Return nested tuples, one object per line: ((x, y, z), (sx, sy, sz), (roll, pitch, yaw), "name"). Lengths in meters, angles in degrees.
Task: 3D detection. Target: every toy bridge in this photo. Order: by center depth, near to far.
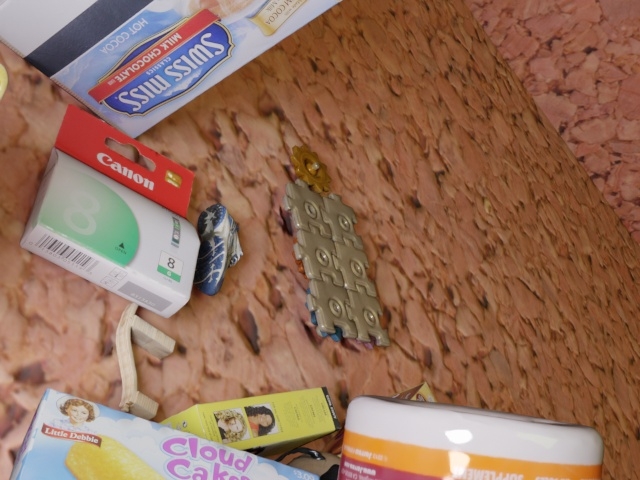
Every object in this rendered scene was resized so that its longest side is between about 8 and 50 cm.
((-0.188, 0.104, 0.978), (0.063, 0.026, 0.188), (40, 37, -29), "toy bridge")

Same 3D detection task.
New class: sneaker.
((-0.120, 0.017, 1.128), (0.058, 0.052, 0.135), (43, 36, -37), "sneaker")

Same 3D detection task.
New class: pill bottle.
((0.108, 0.339, 0.765), (0.224, 0.224, 0.392), (17, 78, -51), "pill bottle")

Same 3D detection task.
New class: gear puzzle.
((0.000, 0.000, 1.340), (0.175, 0.044, 0.339), (19, 48, -48), "gear puzzle")

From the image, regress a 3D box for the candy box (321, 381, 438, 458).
((0.074, 0.255, 1.177), (0.053, 0.109, 0.187), (61, 31, -2), "candy box")

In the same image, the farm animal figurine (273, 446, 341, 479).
((0.068, 0.342, 0.984), (0.327, 0.172, 0.330), (42, 33, -8), "farm animal figurine")

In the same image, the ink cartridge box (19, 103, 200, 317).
((-0.214, -0.047, 1.004), (0.181, 0.056, 0.224), (30, 44, -27), "ink cartridge box")

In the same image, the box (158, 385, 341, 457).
((-0.079, 0.210, 1.005), (0.232, 0.087, 0.058), (4, 61, -55), "box")

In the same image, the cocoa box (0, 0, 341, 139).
((-0.166, -0.323, 1.030), (0.228, 0.347, 0.231), (40, 37, -35), "cocoa box")

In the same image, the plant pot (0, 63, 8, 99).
((-0.385, -0.085, 0.614), (0.212, 0.187, 0.212), (26, 90, -52), "plant pot")

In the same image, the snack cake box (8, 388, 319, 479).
((-0.131, 0.240, 0.765), (0.264, 0.089, 0.152), (22, 27, -16), "snack cake box")
